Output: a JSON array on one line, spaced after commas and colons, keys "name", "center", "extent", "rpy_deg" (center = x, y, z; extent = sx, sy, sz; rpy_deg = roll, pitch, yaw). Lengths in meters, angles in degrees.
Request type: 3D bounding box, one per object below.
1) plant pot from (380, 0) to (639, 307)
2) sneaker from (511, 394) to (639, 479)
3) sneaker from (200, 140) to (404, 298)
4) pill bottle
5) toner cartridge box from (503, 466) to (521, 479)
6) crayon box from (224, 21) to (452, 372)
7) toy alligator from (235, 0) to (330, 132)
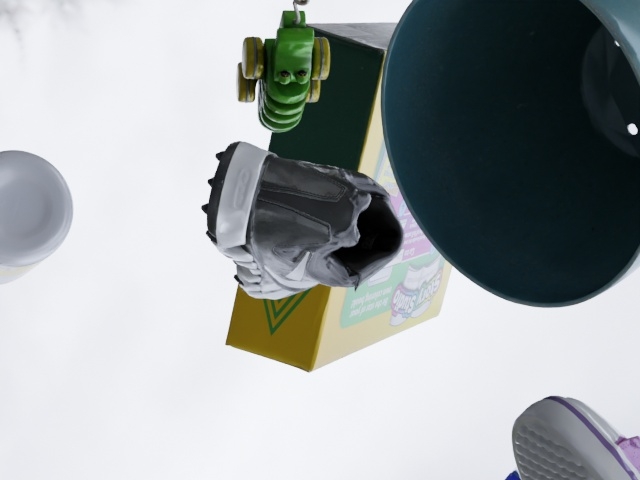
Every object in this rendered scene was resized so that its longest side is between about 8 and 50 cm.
[{"name": "plant pot", "center": [0.221, -0.110, 1.609], "extent": [0.195, 0.290, 0.290], "rpy_deg": [-22, 175, -42]}, {"name": "sneaker", "center": [0.256, 0.180, 1.262], "extent": [0.161, 0.282, 0.102], "rpy_deg": [-46, -171, -26]}, {"name": "sneaker", "center": [0.000, 0.000, 1.164], "extent": [0.234, 0.106, 0.078], "rpy_deg": [55, 48, -77]}, {"name": "pill bottle", "center": [-0.291, -0.015, 1.721], "extent": [0.103, 0.103, 0.184], "rpy_deg": [-67, -165, -17]}, {"name": "toner cartridge box", "center": [0.178, 0.277, 1.781], "extent": [0.165, 0.075, 0.348], "rpy_deg": [-51, 170, 9]}, {"name": "crayon box", "center": [0.052, -0.056, 1.912], "extent": [0.363, 0.106, 0.313], "rpy_deg": [-15, 121, -66]}, {"name": "toy alligator", "center": [-0.021, -0.114, 1.268], "extent": [0.189, 0.056, 0.051], "rpy_deg": [115, -28, -68]}]
